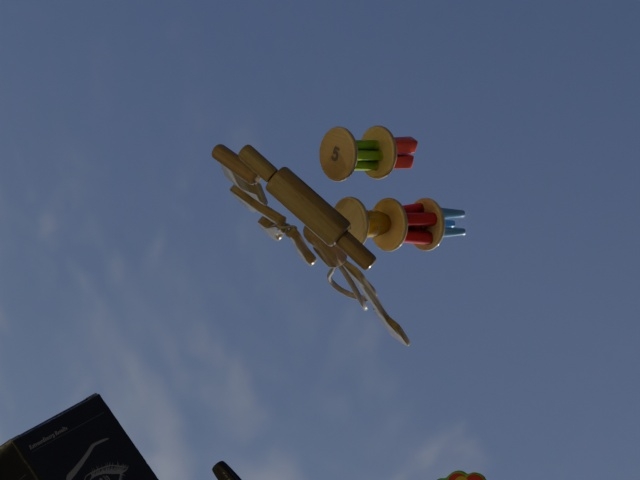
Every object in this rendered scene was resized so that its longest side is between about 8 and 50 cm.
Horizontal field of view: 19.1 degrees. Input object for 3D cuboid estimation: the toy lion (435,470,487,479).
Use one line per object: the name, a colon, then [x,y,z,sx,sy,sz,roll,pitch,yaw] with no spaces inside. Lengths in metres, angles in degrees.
toy lion: [0.106,0.227,1.426,0.100,0.096,0.034,61,-5,18]

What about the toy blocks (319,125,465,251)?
toy blocks: [0.076,-0.050,1.837,0.054,0.148,0.123,-18,-103,48]

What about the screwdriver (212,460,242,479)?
screwdriver: [-0.070,0.328,2.262,0.170,0.025,0.024,45,-36,16]

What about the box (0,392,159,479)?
box: [-0.261,0.296,2.081,0.108,0.153,0.207,-41,-99,37]

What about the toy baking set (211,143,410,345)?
toy baking set: [-0.001,-0.002,1.826,0.256,0.030,0.197,41,-11,10]
